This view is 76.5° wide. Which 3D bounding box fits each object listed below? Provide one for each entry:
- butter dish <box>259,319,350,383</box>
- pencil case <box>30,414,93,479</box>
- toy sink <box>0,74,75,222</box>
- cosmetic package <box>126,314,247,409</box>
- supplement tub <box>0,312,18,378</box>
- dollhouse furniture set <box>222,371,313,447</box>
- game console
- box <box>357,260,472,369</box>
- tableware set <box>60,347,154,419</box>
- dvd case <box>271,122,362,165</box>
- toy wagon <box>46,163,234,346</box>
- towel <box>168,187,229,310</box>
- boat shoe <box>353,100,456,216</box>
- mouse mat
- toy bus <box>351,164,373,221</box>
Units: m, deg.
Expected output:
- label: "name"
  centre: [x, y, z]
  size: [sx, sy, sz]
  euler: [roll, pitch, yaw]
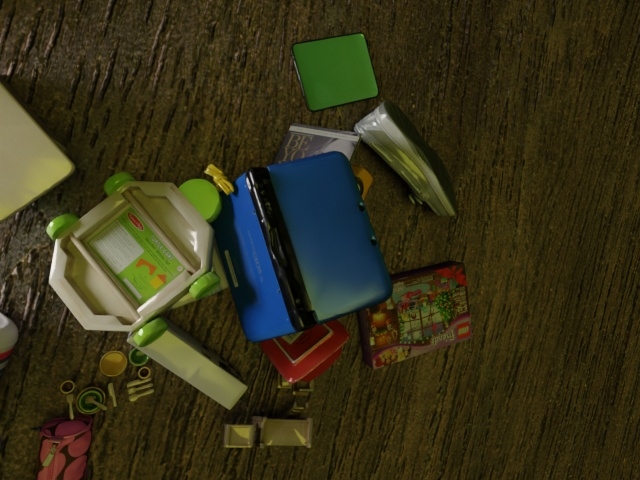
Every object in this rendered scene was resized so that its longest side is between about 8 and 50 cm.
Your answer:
- label: "butter dish"
  centre: [-0.022, 0.237, 0.879]
  size: [0.160, 0.160, 0.118]
  euler: [-37, 128, -16]
- label: "pencil case"
  centre: [-0.473, 0.430, 0.732]
  size: [0.095, 0.098, 0.209]
  euler: [5, 92, -20]
- label: "toy sink"
  centre: [-0.525, -0.155, 0.657]
  size: [0.153, 0.131, 0.234]
  euler: [-42, 101, -13]
- label: "cosmetic package"
  centre: [-0.258, 0.230, 0.801]
  size: [0.239, 0.099, 0.060]
  euler: [43, 76, -18]
- label: "supplement tub"
  centre: [-0.616, 0.238, 0.616]
  size: [0.191, 0.191, 0.272]
  euler: [22, 85, -21]
- label: "dollhouse furniture set"
  centre: [-0.118, 0.359, 0.884]
  size: [0.182, 0.101, 0.160]
  euler: [12, 65, -21]
- label: "game console"
  centre: [-0.048, 0.014, 0.759]
  size: [0.174, 0.250, 0.292]
  euler: [-10, 79, -46]
- label: "box"
  centre: [0.234, 0.177, 1.003]
  size: [0.294, 0.057, 0.200]
  euler: [-11, 98, -20]
- label: "tableware set"
  centre: [-0.400, 0.264, 0.768]
  size: [0.154, 0.024, 0.103]
  euler: [-11, 78, -26]
- label: "dvd case"
  centre: [-0.029, -0.137, 0.829]
  size: [0.221, 0.165, 0.018]
  euler: [-67, 155, -16]
- label: "toy wagon"
  centre: [-0.294, 0.003, 0.719]
  size: [0.344, 0.068, 0.267]
  euler: [-41, 82, -9]
- label: "towel"
  centre: [-0.227, 0.005, 0.832]
  size: [0.285, 0.034, 0.209]
  euler: [-21, 101, -19]
- label: "boat shoe"
  centre: [0.212, -0.175, 0.957]
  size: [0.320, 0.103, 0.118]
  euler: [45, 39, -21]
- label: "mouse mat"
  centre: [0.037, -0.383, 0.921]
  size: [0.190, 0.007, 0.152]
  euler: [-19, 100, -20]
- label: "toy bus"
  centre: [0.000, 0.000, 0.862]
  size: [0.130, 0.108, 0.332]
  euler: [41, 78, -38]
